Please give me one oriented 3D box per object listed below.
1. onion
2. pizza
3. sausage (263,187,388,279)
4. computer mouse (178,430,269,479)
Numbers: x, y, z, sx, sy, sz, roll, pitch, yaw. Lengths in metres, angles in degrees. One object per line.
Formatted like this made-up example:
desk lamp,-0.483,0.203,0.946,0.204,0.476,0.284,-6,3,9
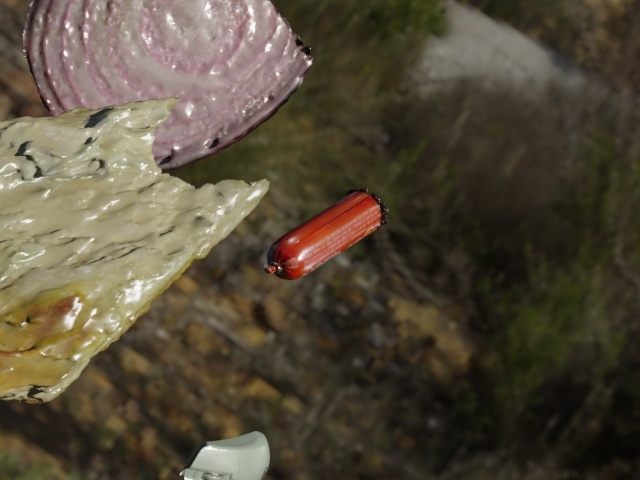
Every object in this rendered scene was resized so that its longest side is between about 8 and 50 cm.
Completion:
onion,-0.170,-0.194,1.863,0.250,0.247,0.111,52,-6,-11
pizza,-0.142,-0.006,0.964,0.181,0.262,0.034,59,-30,23
sausage,0.000,0.000,1.626,0.050,0.145,0.048,34,-50,22
computer mouse,-0.074,0.190,1.518,0.032,0.055,0.110,31,18,32
